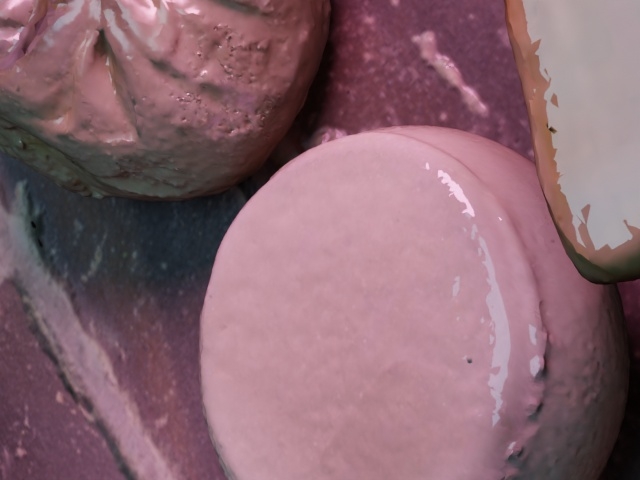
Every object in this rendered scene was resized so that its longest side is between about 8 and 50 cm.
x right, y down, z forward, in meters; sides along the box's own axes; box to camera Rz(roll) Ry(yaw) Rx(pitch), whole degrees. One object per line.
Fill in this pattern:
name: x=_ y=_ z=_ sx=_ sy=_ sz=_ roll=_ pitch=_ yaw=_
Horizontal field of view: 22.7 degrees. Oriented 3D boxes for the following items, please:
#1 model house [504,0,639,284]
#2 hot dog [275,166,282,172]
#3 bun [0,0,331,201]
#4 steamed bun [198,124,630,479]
model house: x=0.248 y=-0.180 z=0.825 sx=0.334 sy=0.342 sz=0.382 roll=-12 pitch=85 yaw=26
hot dog: x=0.000 y=0.000 z=1.143 sx=0.049 sy=0.037 sz=0.122 roll=-22 pitch=76 yaw=20
bun: x=-0.165 y=-0.200 z=1.180 sx=0.360 sy=0.211 sz=0.359 roll=-5 pitch=80 yaw=34
steamed bun: x=0.068 y=0.072 z=0.991 sx=0.283 sy=0.177 sz=0.283 roll=-4 pitch=83 yaw=39
